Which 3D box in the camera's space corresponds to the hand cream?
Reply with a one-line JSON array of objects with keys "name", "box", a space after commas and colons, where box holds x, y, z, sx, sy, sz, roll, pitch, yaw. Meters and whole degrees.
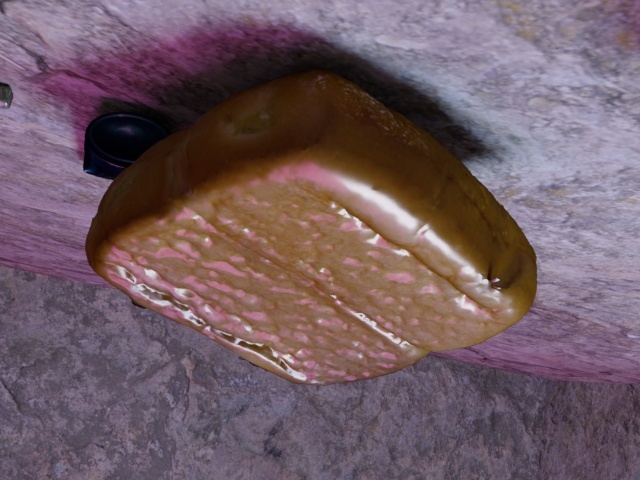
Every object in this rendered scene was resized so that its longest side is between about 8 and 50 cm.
[{"name": "hand cream", "box": [-0.212, -0.090, 0.864, 0.120, 0.061, 0.270, 7, 177, -13]}]

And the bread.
[{"name": "bread", "box": [0.001, -0.007, 0.700, 0.337, 0.147, 0.328, 32, 139, -31]}]

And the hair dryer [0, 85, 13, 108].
[{"name": "hair dryer", "box": [-0.496, -0.138, 0.795, 0.298, 0.118, 0.296, 2, 180, -30]}]
